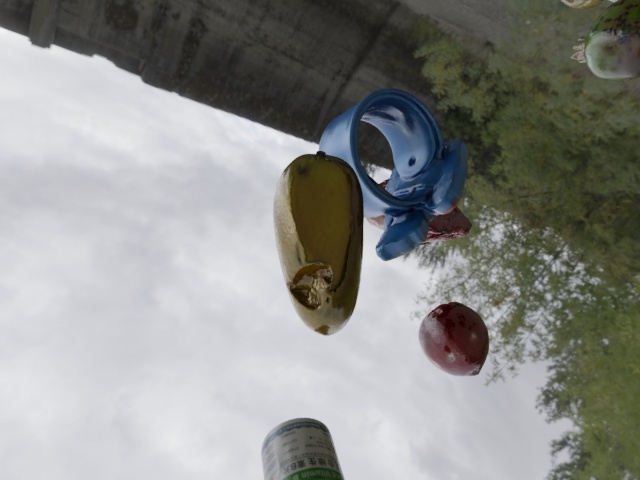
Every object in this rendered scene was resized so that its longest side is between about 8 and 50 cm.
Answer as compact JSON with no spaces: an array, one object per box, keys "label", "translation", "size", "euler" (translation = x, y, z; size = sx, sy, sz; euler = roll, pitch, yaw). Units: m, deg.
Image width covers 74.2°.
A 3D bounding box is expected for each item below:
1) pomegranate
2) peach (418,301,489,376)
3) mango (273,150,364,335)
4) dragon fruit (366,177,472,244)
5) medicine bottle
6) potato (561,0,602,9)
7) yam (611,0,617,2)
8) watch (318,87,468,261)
[{"label":"pomegranate","translation":[0.612,-0.408,0.866],"size":[0.159,0.159,0.205],"euler":[21,-174,-18]},{"label":"peach","translation":[0.361,0.266,1.129],"size":[0.197,0.197,0.197],"euler":[24,-155,-12]},{"label":"mango","translation":[0.000,0.000,0.606],"size":[0.130,0.167,0.261],"euler":[-3,-115,3]},{"label":"dragon fruit","translation":[0.313,-0.091,1.241],"size":[0.330,0.240,0.302],"euler":[19,-160,-12]},{"label":"medicine bottle","translation":[-0.021,0.429,0.702],"size":[0.139,0.139,0.237],"euler":[20,-161,-21]},{"label":"potato","translation":[0.443,-0.444,0.708],"size":[0.171,0.080,0.107],"euler":[-32,-88,-36]},{"label":"yam","translation":[0.821,-0.715,1.004],"size":[0.133,0.330,0.133],"euler":[24,-132,-30]},{"label":"watch","translation":[0.121,-0.130,0.858],"size":[0.275,0.305,0.241],"euler":[36,156,-22]}]
